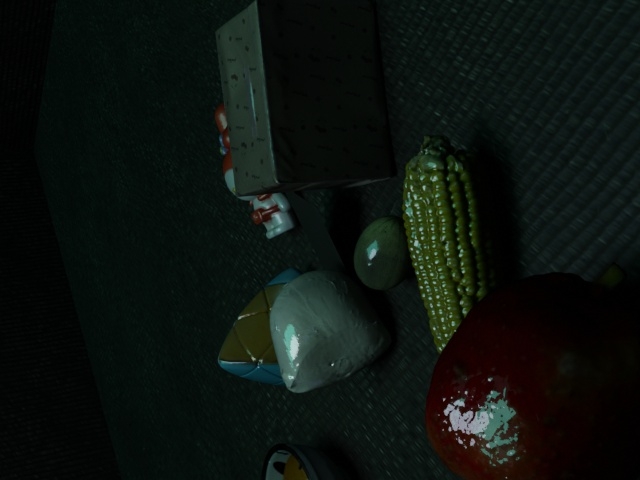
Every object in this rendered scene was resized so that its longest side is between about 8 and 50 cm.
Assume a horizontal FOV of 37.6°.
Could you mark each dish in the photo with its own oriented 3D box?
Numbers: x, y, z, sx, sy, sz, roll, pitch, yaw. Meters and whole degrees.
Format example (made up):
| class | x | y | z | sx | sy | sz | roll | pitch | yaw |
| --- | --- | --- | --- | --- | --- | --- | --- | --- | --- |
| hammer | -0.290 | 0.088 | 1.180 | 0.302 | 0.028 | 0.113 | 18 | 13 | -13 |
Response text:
| class | x | y | z | sx | sy | sz | roll | pitch | yaw |
| --- | --- | --- | --- | --- | --- | --- | --- | --- | --- |
| dish | -0.005 | 0.521 | 1.806 | 0.303 | 0.120 | 0.303 | 23 | 116 | 59 |

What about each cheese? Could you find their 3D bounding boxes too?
| class | x | y | z | sx | sy | sz | roll | pitch | yaw |
| --- | --- | --- | --- | --- | --- | --- | --- | --- | --- |
| cheese | 0.002 | 0.145 | 1.621 | 0.154 | 0.198 | 0.189 | 69 | 176 | -55 |

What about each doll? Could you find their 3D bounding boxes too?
| class | x | y | z | sx | sy | sz | roll | pitch | yaw |
| --- | --- | --- | --- | --- | --- | --- | --- | --- | --- |
| doll | -0.130 | -0.149 | 1.871 | 0.291 | 0.129 | 0.161 | 66 | 157 | 0 |

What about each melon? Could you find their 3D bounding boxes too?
| class | x | y | z | sx | sy | sz | roll | pitch | yaw |
| --- | --- | --- | --- | --- | --- | --- | --- | --- | --- |
| melon | 0.104 | 0.020 | 1.507 | 0.098 | 0.098 | 0.131 | 56 | 138 | 41 |

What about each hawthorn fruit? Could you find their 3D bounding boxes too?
| class | x | y | z | sx | sy | sz | roll | pitch | yaw |
| --- | --- | --- | --- | --- | --- | --- | --- | --- | --- |
| hawthorn fruit | 0.271 | 0.166 | 1.085 | 0.307 | 0.265 | 0.265 | -60 | 40 | 16 |

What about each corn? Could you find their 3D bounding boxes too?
| class | x | y | z | sx | sy | sz | roll | pitch | yaw |
| --- | --- | --- | --- | --- | --- | --- | --- | --- | --- |
| corn | 0.191 | 0.022 | 1.318 | 0.130 | 0.130 | 0.347 | -6 | 95 | 62 |

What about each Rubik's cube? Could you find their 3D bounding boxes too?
| class | x | y | z | sx | sy | sz | roll | pitch | yaw |
| --- | --- | --- | --- | --- | --- | --- | --- | --- | --- |
| Rubik's cube | -0.088 | 0.223 | 1.794 | 0.254 | 0.254 | 0.255 | 23 | 116 | 59 |

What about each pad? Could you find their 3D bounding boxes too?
| class | x | y | z | sx | sy | sz | roll | pitch | yaw |
| --- | --- | --- | --- | --- | --- | --- | --- | --- | --- |
| pad | 0.000 | 0.000 | 1.688 | 0.143 | 0.003 | 0.211 | 38 | 158 | 53 |

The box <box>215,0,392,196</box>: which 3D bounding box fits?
| class | x | y | z | sx | sy | sz | roll | pitch | yaw |
| --- | --- | --- | --- | --- | --- | --- | --- | --- | --- |
| box | -0.030 | -0.234 | 1.561 | 0.190 | 0.225 | 0.297 | -6 | 90 | 61 |
